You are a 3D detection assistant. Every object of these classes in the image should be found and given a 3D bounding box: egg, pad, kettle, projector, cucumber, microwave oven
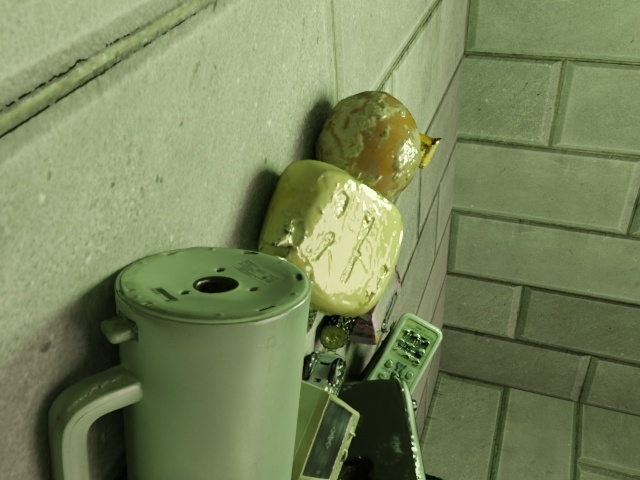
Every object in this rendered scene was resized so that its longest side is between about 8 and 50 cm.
[{"bbox_3d":[0.093,-0.177,1.195,0.203,0.204,0.245,75,23,-53],"label":"egg"},{"bbox_3d":[0.137,0.352,1.764,0.265,0.009,0.159,-64,176,37],"label":"pad"},{"bbox_3d":[-0.134,0.194,0.693,0.265,0.205,0.317,-47,145,-65],"label":"kettle"},{"bbox_3d":[0.127,0.588,1.464,0.395,0.242,0.405,-95,178,-48],"label":"projector"},{"bbox_3d":[0.071,0.161,1.515,0.300,0.072,0.072,-51,146,-61],"label":"cucumber"},{"bbox_3d":[-0.062,0.288,0.984,0.240,0.194,0.145,58,49,-64],"label":"microwave oven"}]

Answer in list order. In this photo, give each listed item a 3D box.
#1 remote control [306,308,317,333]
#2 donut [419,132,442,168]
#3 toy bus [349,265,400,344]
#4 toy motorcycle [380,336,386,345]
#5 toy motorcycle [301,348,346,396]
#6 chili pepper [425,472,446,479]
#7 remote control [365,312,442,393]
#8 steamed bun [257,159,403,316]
[{"bbox_3d":[-0.031,0.092,1.208,0.221,0.042,0.072,84,25,-43],"label":"remote control"},{"bbox_3d":[0.201,-0.235,1.601,0.259,0.152,0.101,-36,148,-58],"label":"donut"},{"bbox_3d":[0.155,0.169,1.751,0.274,0.090,0.112,-57,147,-53],"label":"toy bus"},{"bbox_3d":[0.188,0.399,1.838,0.196,0.125,0.331,102,9,-74],"label":"toy motorcycle"},{"bbox_3d":[-0.011,0.347,1.332,0.263,0.091,0.157,-65,161,-46],"label":"toy motorcycle"},{"bbox_3d":[0.297,0.596,1.459,0.065,0.122,0.279,-61,-176,-20],"label":"chili pepper"},{"bbox_3d":[0.205,0.366,1.726,0.335,0.128,0.065,-60,176,-3],"label":"remote control"},{"bbox_3d":[0.000,0.000,1.047,0.273,0.166,0.231,26,79,-41],"label":"steamed bun"}]
